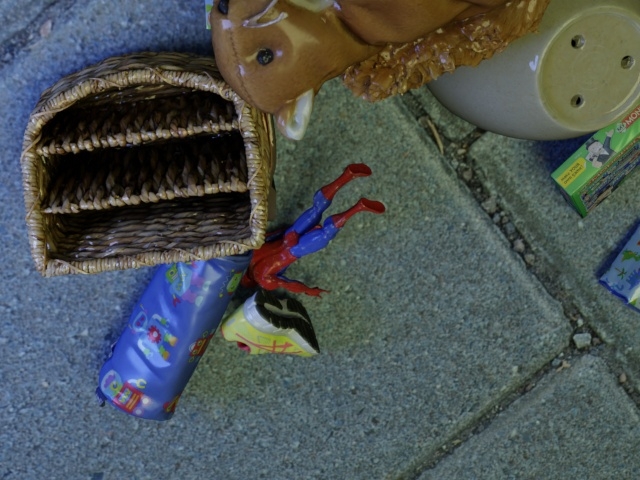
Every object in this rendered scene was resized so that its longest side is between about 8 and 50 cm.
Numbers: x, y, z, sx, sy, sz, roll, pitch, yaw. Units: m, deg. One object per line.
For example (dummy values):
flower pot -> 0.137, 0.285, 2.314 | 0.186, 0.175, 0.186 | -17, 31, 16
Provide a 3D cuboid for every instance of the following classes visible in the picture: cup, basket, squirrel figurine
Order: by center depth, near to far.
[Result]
squirrel figurine -> 0.069, -0.270, 1.392 | 0.370, 0.281, 0.397 | -44, 146, 7
basket -> -0.218, -0.107, 1.502 | 0.299, 0.223, 0.213 | -6, 119, 4
cup -> 0.318, -0.267, 1.613 | 0.331, 0.237, 0.331 | -7, 117, -14

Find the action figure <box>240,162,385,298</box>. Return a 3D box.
action figure -> 0.000, 0.000, 1.714 | 0.139, 0.091, 0.280 | 8, 146, -46

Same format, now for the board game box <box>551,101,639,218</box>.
board game box -> 0.477, -0.170, 1.745 | 0.317, 0.046, 0.213 | -43, 162, 7

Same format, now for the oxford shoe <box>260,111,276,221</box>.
oxford shoe -> -0.099, -0.121, 1.656 | 0.076, 0.076, 0.212 | -1, 117, -7

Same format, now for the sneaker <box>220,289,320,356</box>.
sneaker -> -0.075, 0.133, 1.768 | 0.094, 0.081, 0.208 | -30, 148, 17

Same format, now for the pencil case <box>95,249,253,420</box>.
pencil case -> -0.212, 0.112, 1.712 | 0.306, 0.133, 0.119 | -61, 160, 17

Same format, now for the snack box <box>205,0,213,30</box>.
snack box -> -0.096, -0.339, 1.517 | 0.100, 0.037, 0.141 | -2, 95, 13

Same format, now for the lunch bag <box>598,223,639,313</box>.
lunch bag -> 0.547, 0.061, 1.935 | 0.151, 0.096, 0.129 | 27, 104, -41
